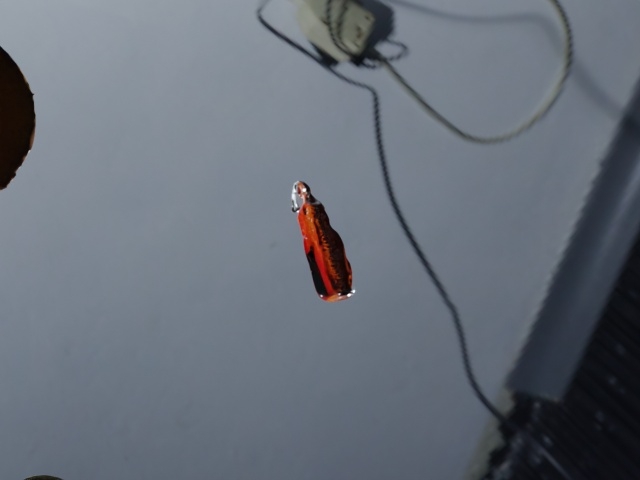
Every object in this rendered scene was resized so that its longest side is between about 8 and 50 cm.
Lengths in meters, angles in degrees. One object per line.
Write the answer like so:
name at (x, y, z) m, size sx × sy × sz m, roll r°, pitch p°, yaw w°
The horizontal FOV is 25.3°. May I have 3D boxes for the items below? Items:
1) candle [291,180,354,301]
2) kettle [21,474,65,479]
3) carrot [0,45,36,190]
candle at (0.000, 0.000, 1.740) m, size 0.053 × 0.162 × 0.048 m, roll -15°, pitch 163°, yaw -11°
kettle at (-0.333, 0.317, 1.583) m, size 0.127 × 0.148 × 0.098 m, roll -22°, pitch 88°, yaw -23°
carrot at (-0.455, -0.115, 1.334) m, size 0.214 × 0.331 × 0.193 m, roll -29°, pitch 121°, yaw -44°
